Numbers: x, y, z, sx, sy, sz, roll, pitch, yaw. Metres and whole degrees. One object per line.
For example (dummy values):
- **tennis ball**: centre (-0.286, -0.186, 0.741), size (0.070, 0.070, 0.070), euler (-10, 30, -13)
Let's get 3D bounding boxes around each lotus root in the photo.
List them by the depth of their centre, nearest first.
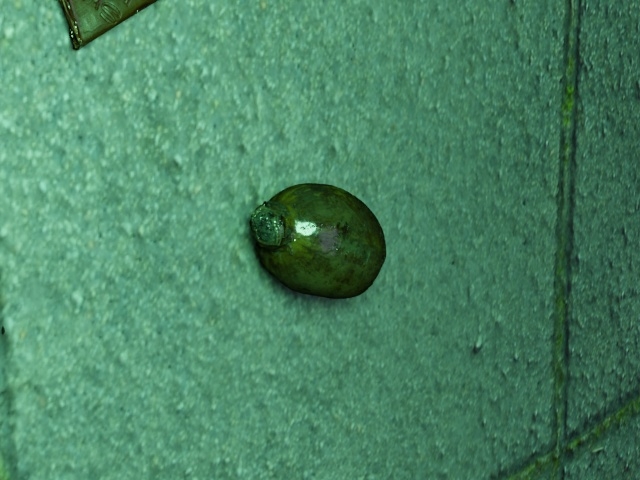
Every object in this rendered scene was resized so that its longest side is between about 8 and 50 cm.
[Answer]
- **lotus root**: centre (0.000, 0.000, 1.473), size (0.209, 0.120, 0.120), euler (20, 84, -54)

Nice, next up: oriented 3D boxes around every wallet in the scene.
- **wallet**: centre (-0.171, -0.250, 1.258), size (0.176, 0.026, 0.095), euler (-38, 125, -40)
